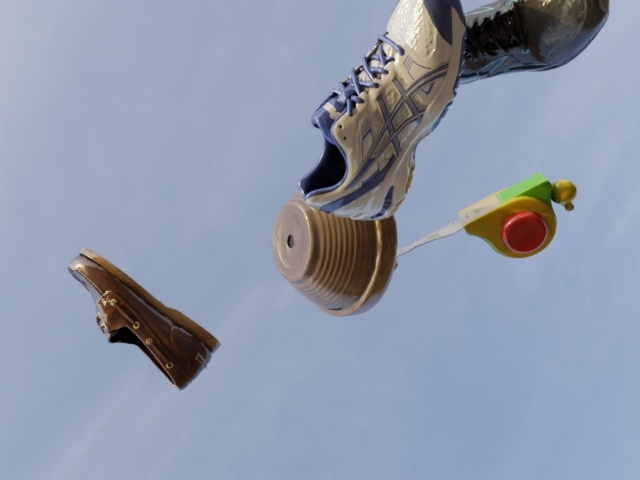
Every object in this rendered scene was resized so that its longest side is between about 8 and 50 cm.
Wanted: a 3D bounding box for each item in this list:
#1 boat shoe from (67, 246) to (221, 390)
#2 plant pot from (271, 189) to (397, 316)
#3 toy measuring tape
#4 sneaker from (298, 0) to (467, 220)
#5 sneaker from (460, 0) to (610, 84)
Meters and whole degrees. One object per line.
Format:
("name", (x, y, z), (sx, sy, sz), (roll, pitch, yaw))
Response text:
("boat shoe", (-0.215, 0.087, 0.627), (0.207, 0.073, 0.073), (33, -112, 13))
("plant pot", (0.000, 0.000, 0.841), (0.109, 0.237, 0.237), (1, -82, -34))
("toy measuring tape", (0.273, 0.000, 0.925), (0.330, 0.121, 0.121), (-29, -77, 18))
("sneaker", (0.062, -0.152, 0.631), (0.131, 0.112, 0.296), (2, -61, -27))
("sneaker", (0.208, -0.235, 0.666), (0.106, 0.267, 0.101), (-24, -80, -31))
